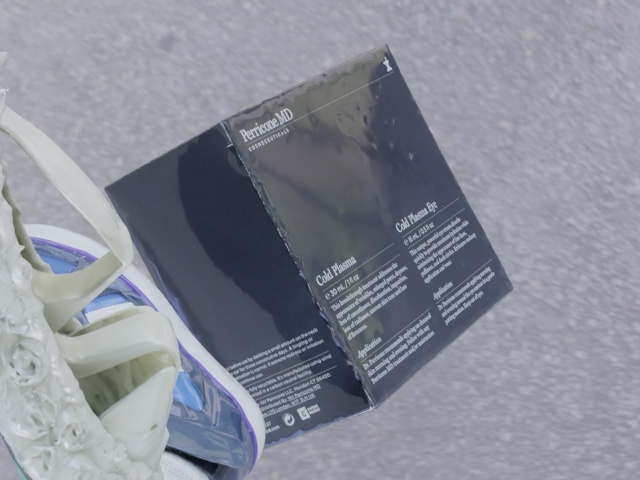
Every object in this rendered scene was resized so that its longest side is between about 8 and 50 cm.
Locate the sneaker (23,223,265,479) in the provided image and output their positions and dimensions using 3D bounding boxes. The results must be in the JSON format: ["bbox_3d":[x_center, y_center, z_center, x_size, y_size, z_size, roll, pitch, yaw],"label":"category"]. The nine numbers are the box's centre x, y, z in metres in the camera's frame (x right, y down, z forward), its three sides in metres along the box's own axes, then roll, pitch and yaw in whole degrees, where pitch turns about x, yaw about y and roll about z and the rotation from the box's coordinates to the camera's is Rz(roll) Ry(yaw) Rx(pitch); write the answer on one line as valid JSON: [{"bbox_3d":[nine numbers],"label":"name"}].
[{"bbox_3d":[-0.207,0.134,1.345,0.323,0.236,0.130,41,120,3],"label":"sneaker"}]

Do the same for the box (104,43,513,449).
[{"bbox_3d":[0.000,0.000,1.665,0.179,0.343,0.312,-24,94,36],"label":"box"}]

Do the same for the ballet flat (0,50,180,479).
[{"bbox_3d":[-0.158,0.053,0.937,0.147,0.409,0.147,-14,39,12],"label":"ballet flat"}]
